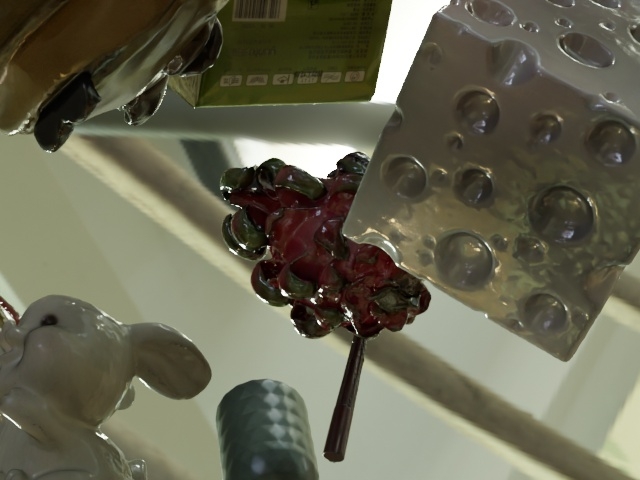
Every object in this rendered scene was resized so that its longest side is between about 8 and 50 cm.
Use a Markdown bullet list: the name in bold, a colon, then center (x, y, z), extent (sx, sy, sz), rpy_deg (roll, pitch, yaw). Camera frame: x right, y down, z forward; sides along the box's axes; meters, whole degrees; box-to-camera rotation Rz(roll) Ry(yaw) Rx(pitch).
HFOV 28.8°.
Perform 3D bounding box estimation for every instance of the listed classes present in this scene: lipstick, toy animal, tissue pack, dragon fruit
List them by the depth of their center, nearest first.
- **toy animal**: center (-0.195, 0.150, 1.012), extent (0.178, 0.127, 0.193), rpy_deg (28, -121, -37)
- **dragon fruit**: center (0.003, 0.003, 1.434), extent (0.198, 0.272, 0.218), rpy_deg (-76, -4, -74)
- **lipstick**: center (0.033, 0.181, 1.481), extent (0.027, 0.027, 0.176), rpy_deg (64, -148, -45)
- **tissue pack**: center (-0.063, -0.297, 1.681), extent (0.274, 0.167, 0.200), rpy_deg (-6, -59, -31)

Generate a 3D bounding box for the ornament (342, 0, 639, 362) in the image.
- **ornament**: center (0.199, -0.088, 1.123), extent (0.240, 0.239, 0.239), rpy_deg (-46, -16, -52)

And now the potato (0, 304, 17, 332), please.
- **potato**: center (-0.416, 0.188, 1.338), extent (0.195, 0.176, 0.369), rpy_deg (-6, -50, -20)

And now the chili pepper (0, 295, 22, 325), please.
- **chili pepper**: center (-0.393, 0.204, 1.618), extent (0.134, 0.338, 0.131), rpy_deg (-2, -49, -51)

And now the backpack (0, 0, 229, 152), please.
- **backpack**: center (-0.145, -0.217, 0.947), extent (0.201, 0.353, 0.378), rpy_deg (43, -136, -12)

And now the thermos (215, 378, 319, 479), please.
- **thermos**: center (-0.083, 0.351, 1.829), extent (0.145, 0.286, 0.182), rpy_deg (24, -65, -20)
